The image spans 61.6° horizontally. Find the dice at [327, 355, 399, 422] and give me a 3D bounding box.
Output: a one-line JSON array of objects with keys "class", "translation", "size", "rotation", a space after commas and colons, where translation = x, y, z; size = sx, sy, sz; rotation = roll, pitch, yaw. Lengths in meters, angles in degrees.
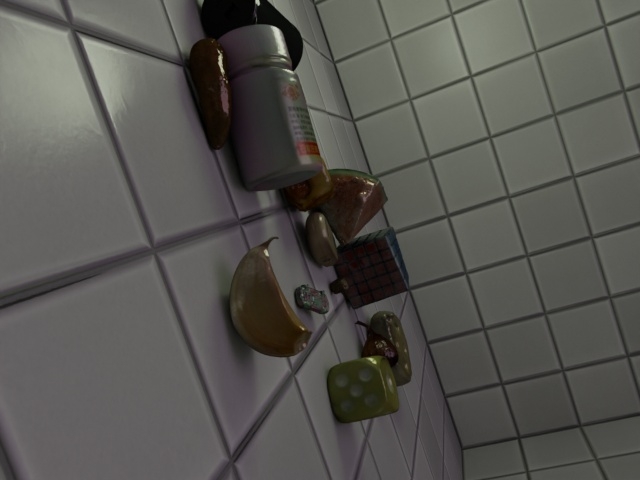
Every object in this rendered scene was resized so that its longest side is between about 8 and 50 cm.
[{"class": "dice", "translation": [0.128, 0.441, 1.589], "size": [0.166, 0.169, 0.169], "rotation": [39, 36, -65]}]

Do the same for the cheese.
[{"class": "cheese", "translation": [0.293, 0.459, 2.247], "size": [0.326, 0.115, 0.318], "rotation": [-47, 118, -73]}]

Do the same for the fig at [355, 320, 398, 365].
[{"class": "fig", "translation": [0.208, 0.391, 2.028], "size": [0.146, 0.133, 0.201], "rotation": [65, 6, -59]}]

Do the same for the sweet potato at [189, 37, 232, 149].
[{"class": "sweet potato", "translation": [-0.261, -0.364, 1.290], "size": [0.097, 0.097, 0.292], "rotation": [28, 51, -69]}]

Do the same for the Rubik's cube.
[{"class": "Rubik's cube", "translation": [0.201, 0.100, 2.098], "size": [0.237, 0.238, 0.238], "rotation": [-48, 119, -75]}]

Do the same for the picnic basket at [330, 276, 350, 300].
[{"class": "picnic basket", "translation": [0.077, 0.177, 1.889], "size": [0.083, 0.072, 0.072], "rotation": [60, 18, -10]}]

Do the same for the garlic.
[{"class": "garlic", "translation": [-0.110, 0.129, 1.128], "size": [0.145, 0.164, 0.245], "rotation": [-8, 75, -57]}]

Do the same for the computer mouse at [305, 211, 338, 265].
[{"class": "computer mouse", "translation": [0.000, 0.000, 1.789], "size": [0.236, 0.081, 0.145], "rotation": [63, 13, -65]}]

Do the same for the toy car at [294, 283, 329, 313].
[{"class": "toy car", "translation": [-0.026, 0.176, 1.568], "size": [0.142, 0.055, 0.069], "rotation": [27, 45, -50]}]

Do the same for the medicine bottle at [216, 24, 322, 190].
[{"class": "medicine bottle", "translation": [-0.144, -0.340, 1.413], "size": [0.219, 0.219, 0.389], "rotation": [-4, 77, -74]}]

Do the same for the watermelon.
[{"class": "watermelon", "translation": [0.109, -0.097, 1.978], "size": [0.250, 0.282, 0.293], "rotation": [29, 57, -62]}]

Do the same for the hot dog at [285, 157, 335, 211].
[{"class": "hot dog", "translation": [-0.042, -0.176, 1.712], "size": [0.256, 0.153, 0.150], "rotation": [44, 24, -86]}]

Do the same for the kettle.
[{"class": "kettle", "translation": [-0.207, -0.647, 1.591], "size": [0.308, 0.203, 0.262], "rotation": [12, 64, -69]}]
